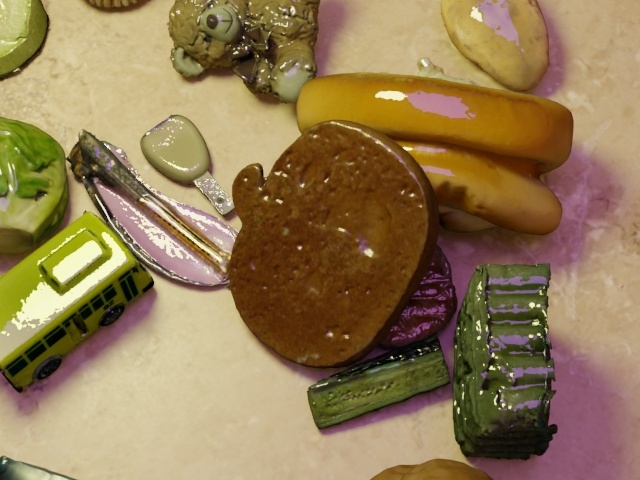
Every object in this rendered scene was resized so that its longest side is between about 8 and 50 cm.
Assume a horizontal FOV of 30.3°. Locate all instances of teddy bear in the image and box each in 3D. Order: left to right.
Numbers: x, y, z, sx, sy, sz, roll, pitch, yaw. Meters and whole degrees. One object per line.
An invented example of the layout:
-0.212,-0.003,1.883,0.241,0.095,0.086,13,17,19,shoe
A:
-0.124,-0.357,1.932,0.256,0.156,0.267,5,88,0,teddy bear

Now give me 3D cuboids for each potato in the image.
0.297,-0.361,1.965,0.235,0.128,0.161,41,87,11,potato

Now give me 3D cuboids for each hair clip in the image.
-0.263,-0.043,1.842,0.359,0.095,0.110,42,37,7,hair clip

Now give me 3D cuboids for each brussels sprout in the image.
-0.483,-0.087,1.806,0.223,0.161,0.223,11,66,-27,brussels sprout

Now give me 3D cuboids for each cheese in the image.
-0.202,-0.114,1.882,0.097,0.037,0.192,-36,71,-15,cheese

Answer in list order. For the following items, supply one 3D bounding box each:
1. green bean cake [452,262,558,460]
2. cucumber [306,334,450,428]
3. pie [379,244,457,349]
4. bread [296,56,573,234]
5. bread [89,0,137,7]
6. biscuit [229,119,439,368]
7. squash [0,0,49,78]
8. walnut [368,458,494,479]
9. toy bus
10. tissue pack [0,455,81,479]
0.257,0.172,1.649,0.132,0.255,0.241,2,70,2,green bean cake
0.081,0.203,1.736,0.211,0.062,0.078,-18,112,-3,cucumber
0.121,0.074,1.802,0.195,0.046,0.195,0,66,1,pie
0.170,-0.145,1.827,0.424,0.329,0.245,7,107,2,bread
-0.359,-0.522,2.010,0.179,0.133,0.250,-12,68,-7,bread
0.001,0.000,1.716,0.314,0.063,0.367,36,112,17,biscuit
-0.565,-0.371,1.948,0.220,0.133,0.220,1,72,-2,squash
0.134,0.467,1.487,0.398,0.308,0.354,-23,35,-11,walnut
-0.383,0.083,1.729,0.262,0.150,0.128,-40,71,-15,toy bus
-0.367,0.509,1.478,0.253,0.264,0.416,14,65,10,tissue pack
